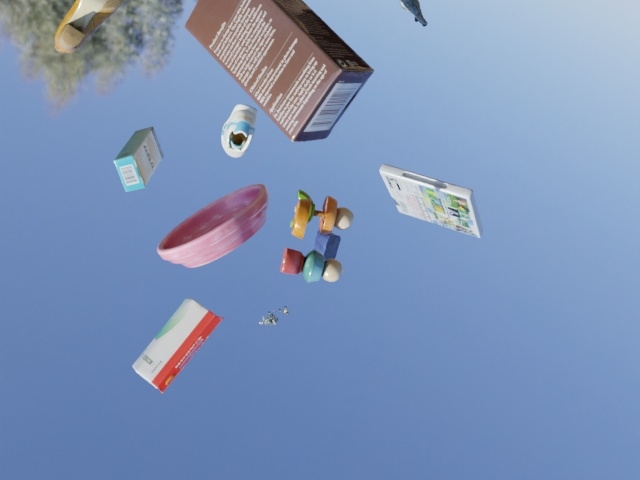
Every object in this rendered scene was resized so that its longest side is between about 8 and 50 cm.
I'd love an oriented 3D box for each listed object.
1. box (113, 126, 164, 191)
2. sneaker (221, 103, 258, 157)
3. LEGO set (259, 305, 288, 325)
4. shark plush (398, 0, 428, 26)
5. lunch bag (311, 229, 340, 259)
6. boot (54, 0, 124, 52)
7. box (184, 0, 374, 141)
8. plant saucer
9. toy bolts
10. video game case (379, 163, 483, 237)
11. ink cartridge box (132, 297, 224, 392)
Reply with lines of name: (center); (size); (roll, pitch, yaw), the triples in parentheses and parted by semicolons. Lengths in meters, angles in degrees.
box: (-0.516, -0.236, 2.220); (0.060, 0.100, 0.244); (-12, -154, 8)
sneaker: (-0.231, -0.281, 2.127); (0.087, 0.228, 0.092); (15, -114, -8)
LEGO set: (-0.120, 0.205, 2.045); (0.054, 0.083, 0.023); (49, -174, -48)
shark plush: (0.205, -0.577, 1.855); (0.073, 0.161, 0.067); (-15, 167, 7)
lunch bag: (0.015, 0.010, 2.471); (0.065, 0.098, 0.067); (21, -173, 39)
boot: (-0.644, -0.649, 2.166); (0.104, 0.295, 0.211); (39, 175, -27)
box: (-0.092, -0.399, 1.613); (0.381, 0.191, 0.143); (48, -149, 16)
plant saucer: (-0.270, -0.031, 2.049); (0.084, 0.332, 0.332); (60, -158, -16)
toy bolts: (0.000, 0.000, 1.965); (0.159, 0.228, 0.218); (13, -176, -6)
video game case: (0.360, -0.124, 2.473); (0.300, 0.036, 0.329); (20, 166, 24)
ink cartridge box: (-0.283, 0.199, 1.511); (0.056, 0.181, 0.225); (41, 166, -11)
